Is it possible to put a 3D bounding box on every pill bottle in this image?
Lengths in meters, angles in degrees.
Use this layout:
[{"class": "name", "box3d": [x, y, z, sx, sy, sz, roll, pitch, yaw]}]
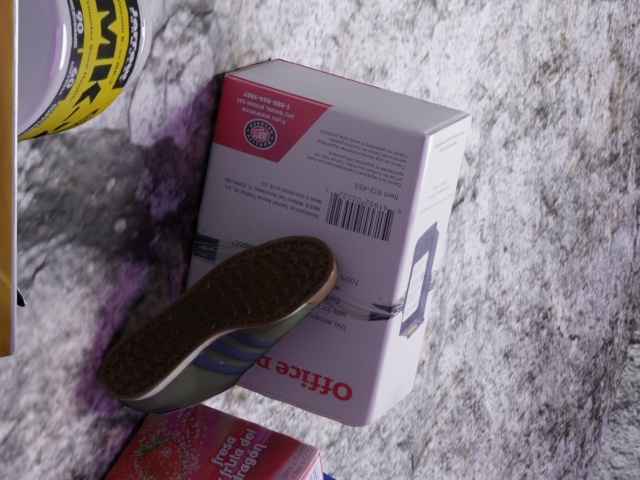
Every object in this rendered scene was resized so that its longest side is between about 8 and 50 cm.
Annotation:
[{"class": "pill bottle", "box3d": [-0.163, -0.113, 1.056, 0.208, 0.119, 0.119, -37, 142, -77]}]

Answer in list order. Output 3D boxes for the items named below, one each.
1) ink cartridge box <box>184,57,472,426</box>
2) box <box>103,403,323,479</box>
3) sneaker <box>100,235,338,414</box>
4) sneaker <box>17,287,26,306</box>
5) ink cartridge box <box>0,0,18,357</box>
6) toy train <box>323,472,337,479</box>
[{"class": "ink cartridge box", "box3d": [0.000, 0.000, 1.512, 0.100, 0.172, 0.237, -28, 133, -62]}, {"class": "box", "box3d": [-0.121, 0.285, 1.488, 0.300, 0.142, 0.154, -57, 155, -33]}, {"class": "sneaker", "box3d": [-0.069, 0.068, 1.466, 0.192, 0.064, 0.086, -32, 155, -2]}, {"class": "sneaker", "box3d": [-0.214, -0.029, 1.074, 0.051, 0.089, 0.170, -51, 151, -42]}, {"class": "ink cartridge box", "box3d": [-0.264, -0.066, 0.746, 0.307, 0.072, 0.303, -13, 124, -31]}, {"class": "toy train", "box3d": [-0.069, 0.316, 1.722, 0.248, 0.105, 0.143, -50, 164, -43]}]
